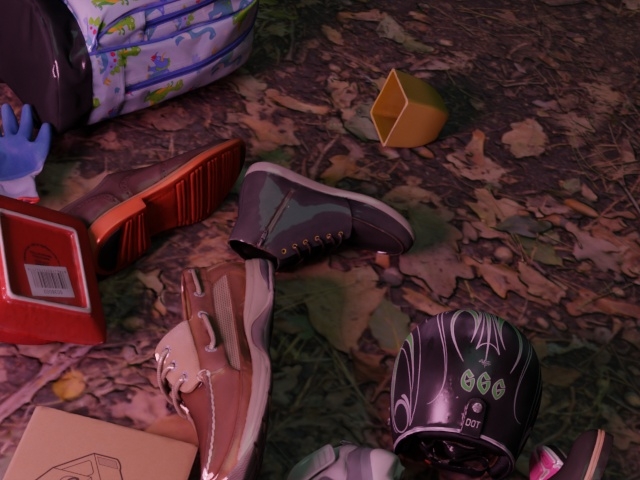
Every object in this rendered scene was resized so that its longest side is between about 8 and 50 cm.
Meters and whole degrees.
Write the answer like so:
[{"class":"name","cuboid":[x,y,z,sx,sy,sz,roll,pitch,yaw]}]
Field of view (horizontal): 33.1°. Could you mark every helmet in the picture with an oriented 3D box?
[{"class":"helmet","cuboid":[0.149,0.149,1.104,0.169,0.169,0.162,15,59,0]}]

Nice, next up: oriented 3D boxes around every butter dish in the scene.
[{"class":"butter dish","cuboid":[-0.318,0.048,1.106,0.160,0.118,0.160,18,47,-50]}]

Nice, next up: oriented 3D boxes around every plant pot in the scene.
[{"class":"plant pot","cuboid":[0.130,-0.178,1.505,0.083,0.081,0.081,9,41,-24]}]

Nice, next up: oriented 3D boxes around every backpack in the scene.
[{"class":"backpack","cuboid":[-0.243,-0.308,1.432,0.355,0.273,0.290,-8,42,-38]}]

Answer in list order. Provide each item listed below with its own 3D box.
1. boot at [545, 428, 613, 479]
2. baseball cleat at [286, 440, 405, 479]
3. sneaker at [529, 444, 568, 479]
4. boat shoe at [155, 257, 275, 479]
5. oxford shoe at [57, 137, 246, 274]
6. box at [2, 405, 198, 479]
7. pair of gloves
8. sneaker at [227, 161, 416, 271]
[{"class":"boot","cuboid":[0.179,0.243,1.015,0.137,0.077,0.198,27,73,19]},{"class":"baseball cleat","cuboid":[0.005,0.270,1.002,0.109,0.072,0.206,13,35,19]},{"class":"sneaker","cuboid":[0.282,0.268,1.076,0.074,0.063,0.170,-24,59,-35]},{"class":"boat shoe","cuboid":[-0.108,0.137,1.074,0.116,0.123,0.324,5,33,-5]},{"class":"oxford shoe","cuboid":[-0.197,-0.065,1.275,0.098,0.097,0.271,31,44,26]},{"class":"box","cuboid":[-0.217,0.250,0.981,0.164,0.021,0.201,15,42,0]},{"class":"pair of gloves","cuboid":[-0.412,-0.092,1.257,0.198,0.023,0.159,-9,53,-6]},{"class":"sneaker","cuboid":[0.000,0.000,1.288,0.222,0.083,0.118,19,60,-5]}]
